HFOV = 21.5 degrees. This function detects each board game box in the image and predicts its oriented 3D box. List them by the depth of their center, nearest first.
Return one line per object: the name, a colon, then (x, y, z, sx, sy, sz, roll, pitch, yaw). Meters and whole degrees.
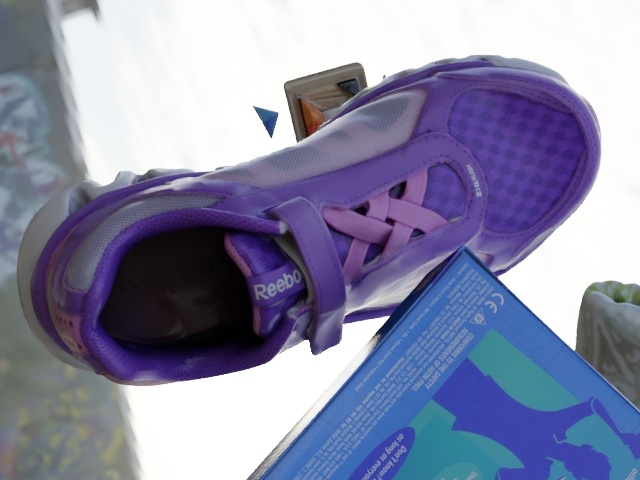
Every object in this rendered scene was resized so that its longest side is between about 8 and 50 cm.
board game box: (0.071, 0.131, 0.575, 0.210, 0.160, 0.047, 43, -21, 0)

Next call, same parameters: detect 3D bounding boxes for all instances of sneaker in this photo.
sneaker: (0.000, 0.000, 0.635, 0.104, 0.236, 0.095, -126, -162, -80)

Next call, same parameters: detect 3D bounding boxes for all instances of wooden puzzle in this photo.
wooden puzzle: (0.011, -0.099, 1.334, 0.014, 0.116, 0.079, -146, -146, -74)

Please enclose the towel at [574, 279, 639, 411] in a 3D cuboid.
towel: (0.369, 0.223, 1.357, 0.374, 0.090, 0.321, 17, -62, 28)
